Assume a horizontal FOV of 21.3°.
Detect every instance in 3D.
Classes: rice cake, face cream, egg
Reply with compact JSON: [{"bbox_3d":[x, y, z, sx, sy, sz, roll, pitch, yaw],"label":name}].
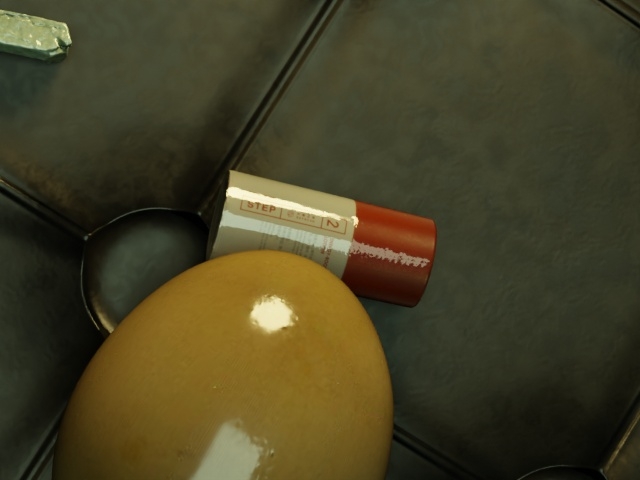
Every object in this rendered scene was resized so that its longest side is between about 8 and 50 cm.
[{"bbox_3d":[-0.363,-0.216,1.655,0.245,0.045,0.042,12,81,-8],"label":"rice cake"},{"bbox_3d":[0.000,0.000,1.690,0.214,0.096,0.095,13,90,-9],"label":"face cream"},{"bbox_3d":[-0.085,0.190,1.581,0.301,0.301,0.374,32,78,-8],"label":"egg"}]
